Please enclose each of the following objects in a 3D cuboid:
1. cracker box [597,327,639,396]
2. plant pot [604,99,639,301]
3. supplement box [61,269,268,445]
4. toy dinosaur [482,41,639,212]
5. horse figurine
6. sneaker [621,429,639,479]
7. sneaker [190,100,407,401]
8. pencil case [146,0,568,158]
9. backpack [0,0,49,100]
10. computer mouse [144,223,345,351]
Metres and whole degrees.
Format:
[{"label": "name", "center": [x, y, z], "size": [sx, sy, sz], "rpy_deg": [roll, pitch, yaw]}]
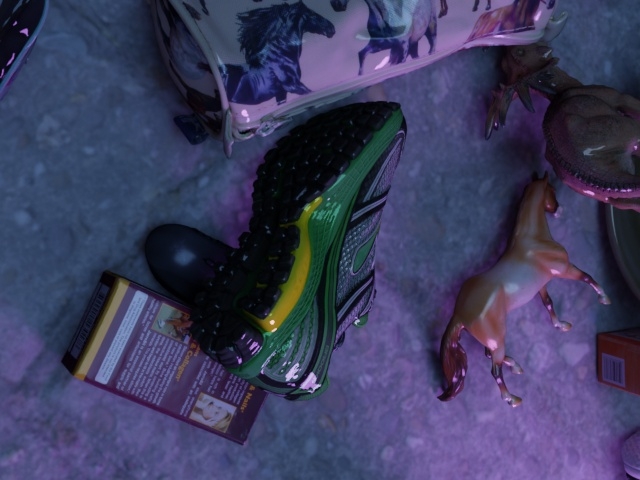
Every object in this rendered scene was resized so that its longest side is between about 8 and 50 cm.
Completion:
[{"label": "cracker box", "center": [0.470, 0.141, 1.241], "size": [0.232, 0.156, 0.067], "rpy_deg": [-6, 97, -21]}, {"label": "plant pot", "center": [0.539, -0.052, 1.196], "size": [0.280, 0.323, 0.323], "rpy_deg": [-8, 98, -38]}, {"label": "supplement box", "center": [-0.144, 0.115, 1.032], "size": [0.188, 0.081, 0.104], "rpy_deg": [27, 84, -22]}, {"label": "toy dinosaur", "center": [0.274, -0.110, 1.107], "size": [0.200, 0.296, 0.127], "rpy_deg": [17, 118, -21]}, {"label": "horse figurine", "center": [0.219, 0.070, 1.183], "size": [0.263, 0.066, 0.174], "rpy_deg": [-43, 114, -16]}, {"label": "sneaker", "center": [0.550, 0.314, 1.306], "size": [0.366, 0.137, 0.210], "rpy_deg": [-10, 99, -16]}, {"label": "sneaker", "center": [0.000, 0.000, 1.039], "size": [0.146, 0.134, 0.343], "rpy_deg": [48, 58, -35]}, {"label": "pencil case", "center": [0.045, -0.220, 1.031], "size": [0.410, 0.160, 0.183], "rpy_deg": [-21, 85, -19]}, {"label": "backpack", "center": [-0.323, -0.196, 0.889], "size": [0.166, 0.144, 0.188], "rpy_deg": [33, 105, -20]}, {"label": "computer mouse", "center": [-0.070, 0.052, 1.071], "size": [0.242, 0.041, 0.071], "rpy_deg": [27, 71, -23]}]
